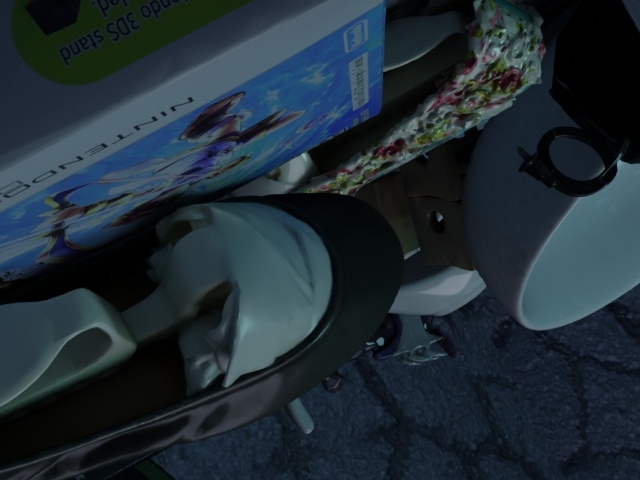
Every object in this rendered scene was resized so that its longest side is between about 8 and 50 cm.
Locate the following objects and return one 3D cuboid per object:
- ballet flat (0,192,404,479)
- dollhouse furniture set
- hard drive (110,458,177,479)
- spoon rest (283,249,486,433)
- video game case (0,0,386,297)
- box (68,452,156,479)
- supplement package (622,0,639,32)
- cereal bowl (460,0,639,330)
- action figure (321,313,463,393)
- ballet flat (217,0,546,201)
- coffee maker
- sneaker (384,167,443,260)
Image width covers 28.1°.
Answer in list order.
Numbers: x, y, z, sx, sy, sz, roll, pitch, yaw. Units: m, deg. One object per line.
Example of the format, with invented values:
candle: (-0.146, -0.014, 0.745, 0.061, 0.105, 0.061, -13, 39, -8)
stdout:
ballet flat: (-0.073, 0.042, 0.520, 0.280, 0.095, 0.096, -26, 164, -23)
dollhouse furniture set: (0.103, -0.064, 1.139, 0.129, 0.129, 0.184, -26, -161, -32)
hard drive: (-0.255, 0.212, 1.209, 0.064, 0.237, 0.339, -51, 176, 1)
spoon rest: (0.063, 0.058, 1.187, 0.276, 0.084, 0.137, -41, -170, -9)
video game case: (-0.095, -0.034, 0.479, 0.244, 0.061, 0.269, -27, 176, 1)
box: (-0.184, 0.123, 1.133, 0.093, 0.156, 0.158, -30, 175, 15)
supplement package: (0.214, -0.127, 0.331, 0.262, 0.204, 0.145, -27, 176, -18)
cereal bowl: (0.235, -0.094, 0.971, 0.339, 0.141, 0.339, -33, 157, -16)
action figure: (-0.004, 0.118, 1.318, 0.285, 0.099, 0.185, -16, -179, -24)
ballet flat: (0.010, -0.070, 0.709, 0.241, 0.091, 0.077, -33, 144, 15)
coffee maker: (0.197, -0.118, 0.647, 0.178, 0.120, 0.171, 109, 4, -67)
sneaker: (0.000, 0.000, 1.242, 0.292, 0.110, 0.118, -27, 167, -10)
